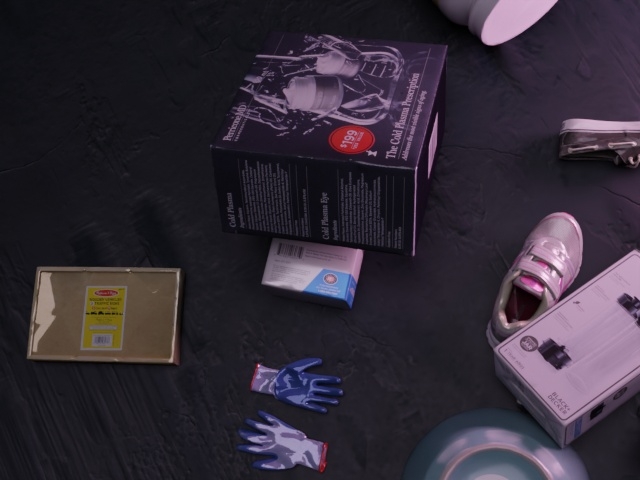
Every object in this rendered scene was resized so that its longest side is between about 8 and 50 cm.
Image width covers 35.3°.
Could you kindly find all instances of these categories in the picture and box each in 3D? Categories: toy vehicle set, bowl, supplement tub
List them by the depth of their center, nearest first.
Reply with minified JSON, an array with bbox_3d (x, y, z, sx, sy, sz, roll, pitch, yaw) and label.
[{"bbox_3d":[0.265,0.400,1.505,0.311,0.163,0.312,-2,75,8],"label":"bowl"},{"bbox_3d":[0.253,-0.523,1.718,0.241,0.241,0.331,-36,73,-2],"label":"supplement tub"},{"bbox_3d":[-0.371,0.130,1.746,0.266,0.035,0.166,1,75,9],"label":"toy vehicle set"}]

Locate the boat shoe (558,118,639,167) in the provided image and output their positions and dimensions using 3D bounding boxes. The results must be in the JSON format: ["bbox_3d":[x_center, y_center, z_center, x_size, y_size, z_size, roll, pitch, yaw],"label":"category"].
[{"bbox_3d":[0.507,-0.155,1.666,0.219,0.078,0.070,4,75,19],"label":"boat shoe"}]

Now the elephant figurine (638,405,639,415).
[{"bbox_3d":[0.581,0.364,1.477,0.169,0.186,0.239,-26,99,36],"label":"elephant figurine"}]

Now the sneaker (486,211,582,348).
[{"bbox_3d":[0.350,0.065,1.608,0.103,0.111,0.252,23,79,14],"label":"sneaker"}]

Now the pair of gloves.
[{"bbox_3d":[-0.050,0.286,1.660,0.159,0.023,0.198,11,78,10],"label":"pair of gloves"}]

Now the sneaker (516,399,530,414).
[{"bbox_3d":[0.383,0.222,1.597,0.161,0.057,0.075,-19,54,4],"label":"sneaker"}]

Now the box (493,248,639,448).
[{"bbox_3d":[0.429,0.162,1.536,0.290,0.087,0.169,-34,55,-12],"label":"box"}]

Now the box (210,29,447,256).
[{"bbox_3d":[0.026,-0.166,1.611,0.312,0.179,0.343,6,43,11],"label":"box"}]

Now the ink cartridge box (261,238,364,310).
[{"bbox_3d":[0.000,0.000,1.696,0.148,0.086,0.203,11,76,13],"label":"ink cartridge box"}]
